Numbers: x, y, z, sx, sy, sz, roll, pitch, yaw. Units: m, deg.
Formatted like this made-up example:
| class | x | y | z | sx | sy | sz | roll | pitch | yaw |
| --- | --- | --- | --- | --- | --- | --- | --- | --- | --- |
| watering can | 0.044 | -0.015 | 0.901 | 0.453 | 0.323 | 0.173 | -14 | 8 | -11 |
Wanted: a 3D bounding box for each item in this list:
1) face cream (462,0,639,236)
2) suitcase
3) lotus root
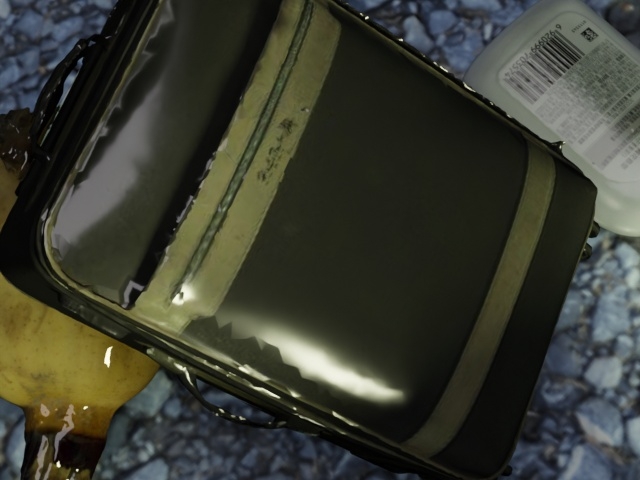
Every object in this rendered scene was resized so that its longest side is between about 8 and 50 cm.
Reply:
| class | x | y | z | sx | sy | sz | roll | pitch | yaw |
| --- | --- | --- | --- | --- | --- | --- | --- | --- | --- |
| face cream | 0.263 | -0.081 | 0.940 | 0.144 | 0.071 | 0.291 | -44 | 74 | -8 |
| suitcase | 0.000 | 0.000 | 0.790 | 0.434 | 0.194 | 0.283 | 30 | 74 | -21 |
| lotus root | -0.202 | 0.051 | 0.880 | 0.182 | 0.183 | 0.310 | -6 | 76 | 2 |
